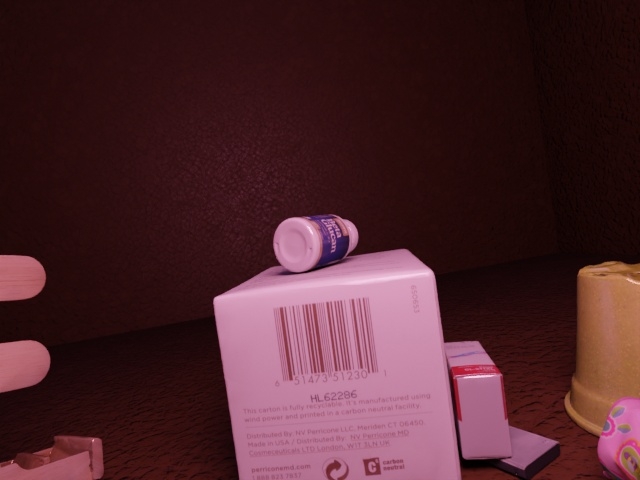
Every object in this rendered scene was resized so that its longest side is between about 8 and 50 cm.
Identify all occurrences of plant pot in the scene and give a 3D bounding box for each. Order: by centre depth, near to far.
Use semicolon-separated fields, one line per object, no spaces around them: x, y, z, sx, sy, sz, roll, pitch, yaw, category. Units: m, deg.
0.547;0.167;0.719;0.275;0.254;0.276;-9;2;0;plant pot

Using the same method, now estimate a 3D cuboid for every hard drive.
0.288;0.325;0.682;0.094;0.022;0.135;-10;2;-33;hard drive

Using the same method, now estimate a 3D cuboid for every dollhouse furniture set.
-0.553;0.241;0.740;0.362;0.395;0.256;-17;-12;36;dollhouse furniture set

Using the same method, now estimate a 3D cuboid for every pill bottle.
0.000;0.000;0.790;0.094;0.094;0.169;-8;2;34;pill bottle

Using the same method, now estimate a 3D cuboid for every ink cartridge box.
0.250;0.252;0.712;0.072;0.128;0.175;-8;2;10;ink cartridge box

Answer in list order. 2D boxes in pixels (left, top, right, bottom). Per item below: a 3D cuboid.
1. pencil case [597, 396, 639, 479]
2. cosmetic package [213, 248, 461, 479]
0.430;0.265;0.439;0.124;0.124;0.284;-9;1;-10;pencil case
0.042;0.207;0.796;0.329;0.328;0.393;-8;2;7;cosmetic package
